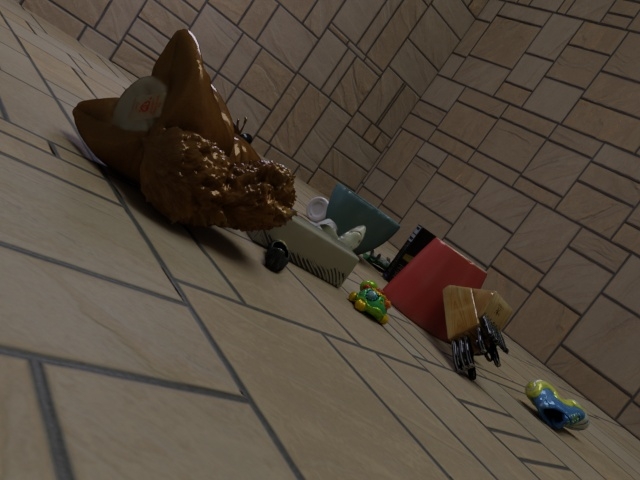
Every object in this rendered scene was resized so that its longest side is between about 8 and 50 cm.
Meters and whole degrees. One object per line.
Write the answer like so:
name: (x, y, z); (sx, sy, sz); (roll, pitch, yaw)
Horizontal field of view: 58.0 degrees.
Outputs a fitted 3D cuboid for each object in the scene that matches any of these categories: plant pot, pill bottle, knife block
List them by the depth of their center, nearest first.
knife block: (0.383, 0.245, 1.530); (0.088, 0.242, 0.275); (45, -18, -21)
plant pot: (0.368, 0.142, 1.795); (0.275, 0.243, 0.275); (35, 8, -6)
plant pot: (0.130, -0.059, 2.186); (0.290, 0.195, 0.290); (35, 7, -5)
pill bottle: (0.023, -0.114, 2.418); (0.108, 0.108, 0.180); (38, 7, 24)

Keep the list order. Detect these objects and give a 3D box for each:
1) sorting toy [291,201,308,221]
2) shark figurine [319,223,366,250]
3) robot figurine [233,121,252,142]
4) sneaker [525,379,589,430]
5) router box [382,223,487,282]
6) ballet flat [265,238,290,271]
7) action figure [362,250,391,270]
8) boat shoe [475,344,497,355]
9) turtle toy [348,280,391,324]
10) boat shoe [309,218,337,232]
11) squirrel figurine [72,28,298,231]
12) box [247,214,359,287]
sorting toy: (-0.147, -0.145, 2.089); (0.274, 0.046, 0.132); (35, 7, 4)
shark figurine: (-0.025, 0.011, 1.563); (0.278, 0.166, 0.116); (14, -12, -18)
robot figurine: (-0.352, -0.330, 1.875); (0.173, 0.209, 0.278); (51, 5, -8)
sneaker: (0.669, 0.493, 1.608); (0.240, 0.091, 0.126); (34, 26, -15)
router box: (0.428, 0.125, 2.174); (0.309, 0.243, 0.081); (35, 7, -7)
ballet flat: (-0.084, 0.026, 1.231); (0.057, 0.049, 0.173); (35, 10, -7)
action figure: (0.287, 0.111, 2.366); (0.232, 0.063, 0.137); (34, 3, -39)
boat shoe: (0.486, 0.300, 1.777); (0.113, 0.127, 0.340); (25, -4, 11)
turtle toy: (0.122, 0.139, 1.384); (0.095, 0.066, 0.130); (32, 8, -22)
boat shoe: (0.007, -0.005, 1.767); (0.084, 0.095, 0.258); (41, 19, 13)
squirrel figurine: (-0.218, -0.140, 1.142); (0.397, 0.281, 0.370); (57, 7, 32)
box: (-0.045, 0.003, 1.397); (0.275, 0.094, 0.113); (31, 9, -29)
